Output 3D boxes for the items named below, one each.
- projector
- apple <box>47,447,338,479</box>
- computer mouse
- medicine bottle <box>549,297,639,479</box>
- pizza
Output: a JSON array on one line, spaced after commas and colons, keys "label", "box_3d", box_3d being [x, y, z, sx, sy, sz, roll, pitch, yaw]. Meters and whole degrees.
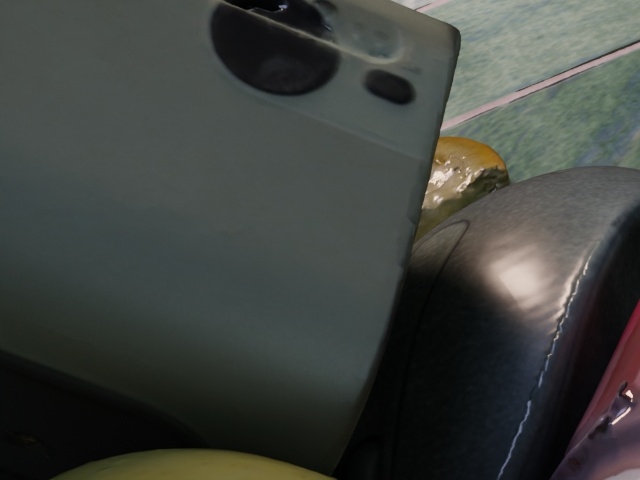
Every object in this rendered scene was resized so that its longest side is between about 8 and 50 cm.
[{"label": "projector", "box_3d": [-0.098, -0.006, 0.917, 0.248, 0.249, 0.248, 120, 169, -56]}, {"label": "apple", "box_3d": [-0.045, 0.208, 0.744, 0.279, 0.279, 0.279, -20, 26, 10]}, {"label": "computer mouse", "box_3d": [0.076, 0.067, 1.000, 0.203, 0.114, 0.374, -23, 21, 38]}, {"label": "medicine bottle", "box_3d": [0.176, 0.107, 0.836, 0.147, 0.147, 0.247, -7, 31, 32]}, {"label": "pizza", "box_3d": [0.000, 0.000, 1.324, 0.262, 0.034, 0.181, -39, 29, -27]}]
